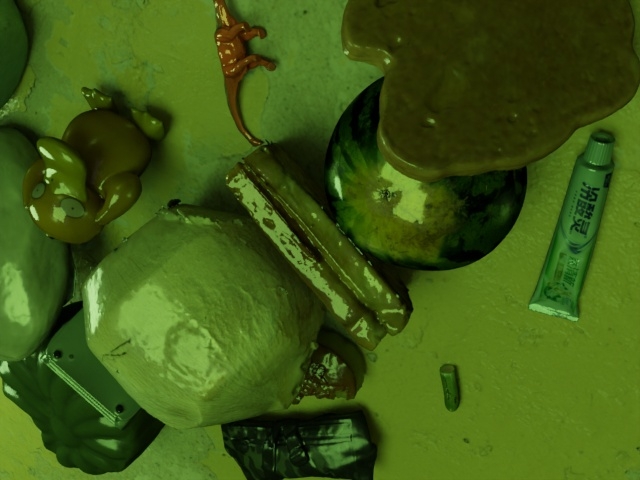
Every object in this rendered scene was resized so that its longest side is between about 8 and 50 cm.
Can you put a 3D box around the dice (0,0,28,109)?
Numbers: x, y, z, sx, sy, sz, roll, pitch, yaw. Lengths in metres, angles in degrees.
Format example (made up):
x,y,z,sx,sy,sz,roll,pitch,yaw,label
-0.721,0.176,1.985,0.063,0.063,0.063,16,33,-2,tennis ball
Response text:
x,y,z,sx,sy,sz,roll,pitch,yaw,label
-0.674,-0.320,1.387,0.265,0.262,0.268,40,127,2,dice

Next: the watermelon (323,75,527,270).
x,y,z,sx,sy,sz,roll,pitch,yaw,label
0.135,-0.088,1.098,0.269,0.269,0.269,13,122,22,watermelon

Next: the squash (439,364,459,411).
x,y,z,sx,sy,sz,roll,pitch,yaw,label
0.214,0.246,1.381,0.027,0.027,0.083,1,118,28,squash

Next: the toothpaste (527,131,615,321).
x,y,z,sx,sy,sz,roll,pitch,yaw,label
0.351,-0.011,1.156,0.075,0.048,0.296,16,127,16,toothpaste

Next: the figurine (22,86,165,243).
x,y,z,sx,sy,sz,roll,pitch,yaw,label
-0.373,-0.115,1.371,0.215,0.228,0.215,19,134,21,figurine

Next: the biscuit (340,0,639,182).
x,y,z,sx,sy,sz,roll,pitch,yaw,label
0.187,-0.228,0.975,0.312,0.351,0.057,54,170,11,biscuit

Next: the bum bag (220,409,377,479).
x,y,z,sx,sy,sz,roll,pitch,yaw,label
-0.045,0.389,1.561,0.340,0.095,0.144,-9,97,30,bum bag

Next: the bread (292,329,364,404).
x,y,z,sx,sy,sz,roll,pitch,yaw,label
-0.007,0.214,1.444,0.156,0.086,0.125,-10,110,31,bread

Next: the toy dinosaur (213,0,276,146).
x,y,z,sx,sy,sz,roll,pitch,yaw,label
-0.118,-0.265,1.257,0.101,0.055,0.279,4,120,37,toy dinosaur

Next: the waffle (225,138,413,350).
x,y,z,sx,sy,sz,roll,pitch,yaw,label
0.000,0.000,1.239,0.098,0.224,0.327,-41,94,5,waffle

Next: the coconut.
x,y,z,sx,sy,sz,roll,pitch,yaw,label
-0.167,0.119,1.317,0.360,0.346,0.346,47,128,-2,coconut

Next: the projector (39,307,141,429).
x,y,z,sx,sy,sz,roll,pitch,yaw,label
-0.341,0.179,1.500,0.198,0.250,0.108,41,165,2,projector

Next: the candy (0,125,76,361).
x,y,z,sx,sy,sz,roll,pitch,yaw,label
-0.614,0.020,1.537,0.386,0.186,0.427,-43,71,32,candy

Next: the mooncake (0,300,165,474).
x,y,z,sx,sy,sz,roll,pitch,yaw,label
-0.466,0.300,1.678,0.351,0.187,0.351,12,119,23,mooncake
